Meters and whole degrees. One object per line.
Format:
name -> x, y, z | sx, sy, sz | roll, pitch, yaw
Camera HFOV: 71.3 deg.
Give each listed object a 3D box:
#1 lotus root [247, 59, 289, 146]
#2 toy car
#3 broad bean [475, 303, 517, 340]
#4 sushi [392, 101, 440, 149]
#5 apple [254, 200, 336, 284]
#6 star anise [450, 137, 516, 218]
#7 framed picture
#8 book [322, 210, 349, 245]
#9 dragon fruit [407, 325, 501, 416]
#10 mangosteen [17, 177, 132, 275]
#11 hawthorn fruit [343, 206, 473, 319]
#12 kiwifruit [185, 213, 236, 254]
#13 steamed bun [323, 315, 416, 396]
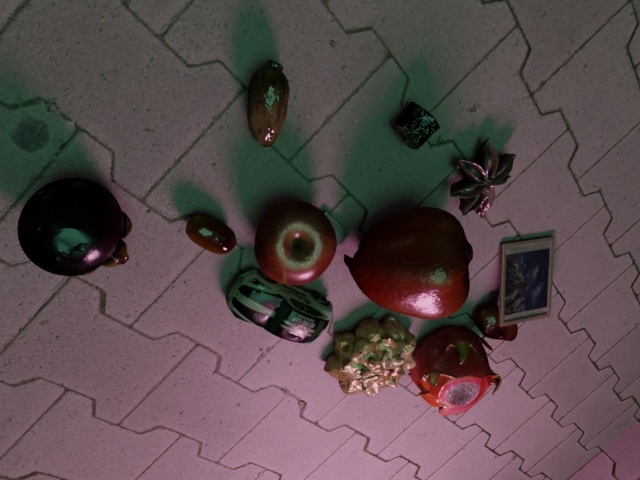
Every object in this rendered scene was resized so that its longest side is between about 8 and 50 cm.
lotus root -> -0.112, -0.283, 0.932 | 0.081, 0.089, 0.179 | 18, 117, 11
toy car -> -0.095, 0.188, 1.169 | 0.306, 0.125, 0.136 | 27, 105, -32
broad bean -> 0.587, 0.276, 1.496 | 0.165, 0.084, 0.114 | 22, 90, -22
sushi -> 0.225, -0.272, 1.070 | 0.094, 0.098, 0.084 | 40, 95, -14
apple -> -0.063, 0.006, 1.061 | 0.201, 0.162, 0.201 | -2, 97, -12
star anise -> 0.426, -0.167, 1.203 | 0.197, 0.073, 0.212 | 26, 103, -34
framed picture -> 0.664, 0.131, 1.443 | 0.209, 0.019, 0.281 | -9, 103, -16
book -> 0.000, 0.000, 1.166 | 0.103, 0.017, 0.135 | 38, 99, -30
dragon fruit -> 0.437, 0.435, 1.461 | 0.291, 0.189, 0.290 | -9, 119, -17
mangosteen -> -0.473, -0.017, 0.896 | 0.194, 0.194, 0.230 | -38, 153, 2
hawthorn fruit -> 0.237, 0.058, 1.130 | 0.311, 0.295, 0.295 | -13, 121, -18
kiwifruit -> -0.252, -0.014, 1.031 | 0.124, 0.075, 0.075 | 30, 103, -35
steamed bun -> 0.160, 0.376, 1.362 | 0.292, 0.137, 0.295 | -45, 125, 10
